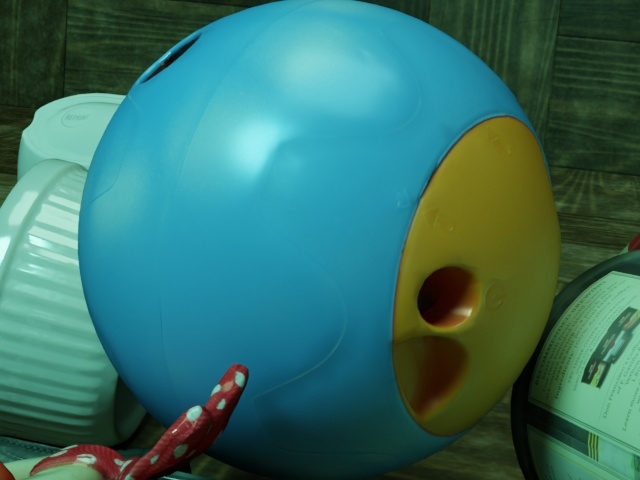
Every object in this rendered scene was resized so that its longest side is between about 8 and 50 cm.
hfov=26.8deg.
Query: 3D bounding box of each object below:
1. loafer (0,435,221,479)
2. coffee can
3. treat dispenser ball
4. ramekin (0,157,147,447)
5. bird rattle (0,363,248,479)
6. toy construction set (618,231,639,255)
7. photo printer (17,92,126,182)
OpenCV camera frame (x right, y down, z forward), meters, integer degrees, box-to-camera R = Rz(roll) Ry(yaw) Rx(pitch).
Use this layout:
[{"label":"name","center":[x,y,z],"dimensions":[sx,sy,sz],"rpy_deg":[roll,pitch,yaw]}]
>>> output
[{"label":"loafer","center":[-0.102,0.152,0.769],"dimensions":[0.223,0.076,0.078],"rpy_deg":[14,55,25]},{"label":"coffee can","center":[0.246,0.114,0.729],"dimensions":[0.202,0.201,0.275],"rpy_deg":[2,4,-13]},{"label":"treat dispenser ball","center":[0.000,0.000,0.810],"dimensions":[0.288,0.288,0.288],"rpy_deg":[4,12,-1]},{"label":"ramekin","center":[-0.170,0.053,0.970],"dimensions":[0.109,0.207,0.207],"rpy_deg":[16,13,7]},{"label":"bird rattle","center":[-0.160,0.125,0.640],"dimensions":[0.207,0.143,0.253],"rpy_deg":[-9,9,44]},{"label":"toy construction set","center":[0.408,0.055,1.237],"dimensions":[0.309,0.257,0.237],"rpy_deg":[19,-35,-9]},{"label":"photo printer","center":[-0.099,0.002,1.126],"dimensions":[0.308,0.256,0.107],"rpy_deg":[7,46,13]}]
